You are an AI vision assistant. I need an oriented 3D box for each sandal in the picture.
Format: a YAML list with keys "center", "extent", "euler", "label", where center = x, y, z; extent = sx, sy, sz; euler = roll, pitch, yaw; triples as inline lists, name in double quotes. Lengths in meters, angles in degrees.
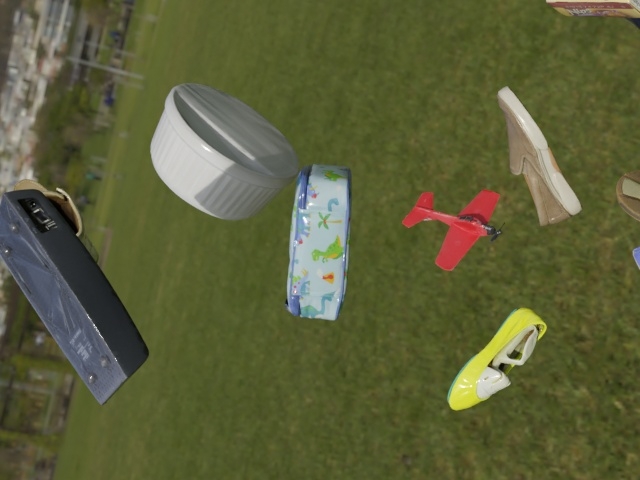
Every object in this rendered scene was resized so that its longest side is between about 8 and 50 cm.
- center: [0.388, -0.017, 1.040]
  extent: [0.049, 0.180, 0.072]
  euler: [103, -173, -51]
  label: "sandal"

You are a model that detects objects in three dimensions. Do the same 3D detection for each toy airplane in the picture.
- center: [0.177, -0.028, 1.366]
  extent: [0.151, 0.151, 0.028]
  euler: [-91, -16, -46]
  label: "toy airplane"

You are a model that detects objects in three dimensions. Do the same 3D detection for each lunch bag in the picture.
- center: [0.000, 0.000, 1.502]
  extent: [0.176, 0.090, 0.219]
  euler: [-79, -6, -75]
  label: "lunch bag"

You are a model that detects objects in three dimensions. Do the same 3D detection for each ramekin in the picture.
- center: [-0.181, -0.152, 1.820]
  extent: [0.127, 0.273, 0.273]
  euler: [-52, 23, 24]
  label: "ramekin"

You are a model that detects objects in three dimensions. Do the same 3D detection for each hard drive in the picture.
- center: [-0.300, 0.066, 1.210]
  extent: [0.054, 0.255, 0.172]
  euler: [-32, -5, -30]
  label: "hard drive"

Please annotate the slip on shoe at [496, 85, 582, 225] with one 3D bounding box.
- center: [0.191, -0.075, 0.926]
  extent: [0.041, 0.135, 0.051]
  euler: [-29, 16, 13]
  label: "slip on shoe"

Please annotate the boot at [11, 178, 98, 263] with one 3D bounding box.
- center: [-0.473, -0.053, 1.761]
  extent: [0.077, 0.213, 0.165]
  euler: [-39, -15, -17]
  label: "boot"

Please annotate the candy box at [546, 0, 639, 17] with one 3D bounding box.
- center: [0.333, -0.347, 1.138]
  extent: [0.109, 0.053, 0.187]
  euler: [15, 88, 45]
  label: "candy box"

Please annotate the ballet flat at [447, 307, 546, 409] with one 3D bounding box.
- center: [0.319, 0.217, 1.802]
  extent: [0.231, 0.077, 0.077]
  euler: [-49, 40, -10]
  label: "ballet flat"

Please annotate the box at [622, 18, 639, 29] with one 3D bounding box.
- center: [0.455, -0.405, 1.617]
  extent: [0.036, 0.225, 0.136]
  euler: [-51, 45, 12]
  label: "box"

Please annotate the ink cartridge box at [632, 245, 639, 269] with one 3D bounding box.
- center: [0.527, 0.130, 1.254]
  extent: [0.151, 0.395, 0.270]
  euler: [-29, 62, 15]
  label: "ink cartridge box"
